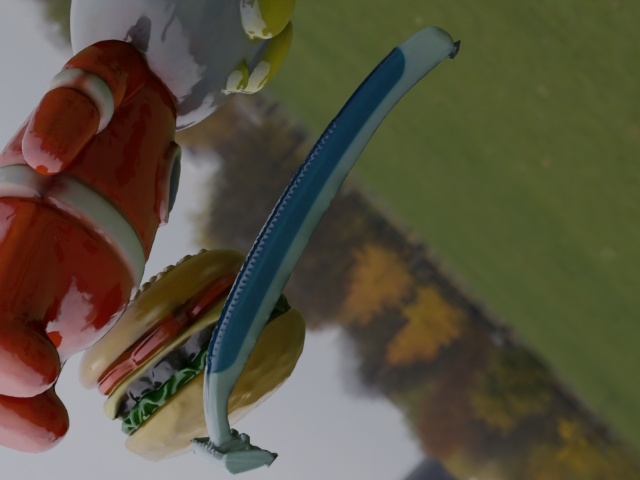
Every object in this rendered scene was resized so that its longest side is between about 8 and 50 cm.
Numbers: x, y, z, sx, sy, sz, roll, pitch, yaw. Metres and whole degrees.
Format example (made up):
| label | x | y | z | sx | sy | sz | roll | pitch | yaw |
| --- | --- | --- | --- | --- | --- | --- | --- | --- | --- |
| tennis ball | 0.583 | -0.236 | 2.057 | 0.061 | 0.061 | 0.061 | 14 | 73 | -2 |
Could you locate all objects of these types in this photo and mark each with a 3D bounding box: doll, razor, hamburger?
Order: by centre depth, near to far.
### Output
| label | x | y | z | sx | sy | sz | roll | pitch | yaw |
| --- | --- | --- | --- | --- | --- | --- | --- | --- | --- |
| razor | -0.004 | -0.001 | 0.766 | 0.037 | 0.191 | 0.068 | 27 | 173 | -13 |
| doll | -0.083 | -0.066 | 0.941 | 0.105 | 0.336 | 0.200 | 19 | 155 | 6 |
| hamburger | -0.089 | 0.078 | 1.386 | 0.115 | 0.162 | 0.162 | 52 | -178 | 5 |
